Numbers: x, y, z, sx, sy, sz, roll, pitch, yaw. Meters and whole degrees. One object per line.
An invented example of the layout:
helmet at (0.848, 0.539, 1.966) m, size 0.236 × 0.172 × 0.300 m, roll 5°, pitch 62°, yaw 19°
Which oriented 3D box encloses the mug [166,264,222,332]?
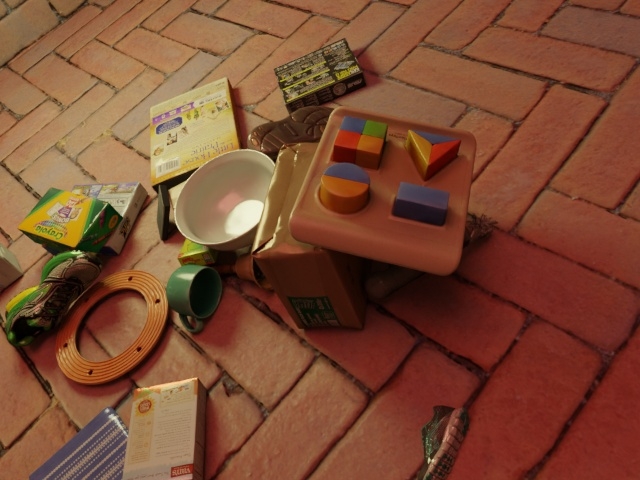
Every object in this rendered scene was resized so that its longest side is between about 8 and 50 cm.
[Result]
mug at (-0.333, 0.138, 1.403) m, size 0.097 × 0.129 × 0.158 m, roll 5°, pitch 58°, yaw 28°

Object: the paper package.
paper package at (0.000, 0.000, 1.249) m, size 0.168 × 0.325 × 0.310 m, roll -1°, pitch 53°, yaw 19°

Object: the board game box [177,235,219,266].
board game box at (-0.320, 0.003, 1.517) m, size 0.092 × 0.043 × 0.181 m, roll -14°, pitch 31°, yaw 12°

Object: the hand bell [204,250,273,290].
hand bell at (-0.232, 0.072, 1.447) m, size 0.241 × 0.126 × 0.126 m, roll -5°, pitch 53°, yaw 32°

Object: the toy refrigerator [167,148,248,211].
toy refrigerator at (-0.297, -0.148, 1.621) m, size 0.269 × 0.102 × 0.094 m, roll -28°, pitch 50°, yaw -1°

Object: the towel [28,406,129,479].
towel at (-0.484, 0.556, 1.219) m, size 0.243 × 0.040 × 0.336 m, roll -43°, pitch 53°, yaw -16°

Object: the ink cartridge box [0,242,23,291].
ink cartridge box at (-1.047, 0.093, 1.715) m, size 0.176 × 0.127 × 0.128 m, roll -40°, pitch 51°, yaw -10°

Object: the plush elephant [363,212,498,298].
plush elephant at (0.218, -0.073, 1.258) m, size 0.329 × 0.272 × 0.255 m, roll -23°, pitch 70°, yaw -28°

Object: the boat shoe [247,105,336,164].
boat shoe at (-0.063, -0.287, 1.591) m, size 0.355 × 0.130 × 0.132 m, roll -20°, pitch 64°, yaw -30°

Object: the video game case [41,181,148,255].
video game case at (-0.708, -0.068, 1.747) m, size 0.269 × 0.061 × 0.245 m, roll 0°, pitch 57°, yaw 21°

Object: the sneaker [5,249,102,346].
sneaker at (-0.720, 0.164, 1.511) m, size 0.343 × 0.134 × 0.146 m, roll -43°, pitch 43°, yaw 11°

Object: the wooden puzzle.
wooden puzzle at (0.135, -0.125, 1.081) m, size 0.321 × 0.081 × 0.348 m, roll 14°, pitch 57°, yaw 7°

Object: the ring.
ring at (-0.555, 0.228, 1.487) m, size 0.336 × 0.032 × 0.337 m, roll -11°, pitch 51°, yaw 13°

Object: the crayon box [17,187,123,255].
crayon box at (-0.749, -0.052, 1.658) m, size 0.278 × 0.081 × 0.165 m, roll 14°, pitch 62°, yaw 28°

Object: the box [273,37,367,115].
box at (-0.007, -0.540, 1.828) m, size 0.269 × 0.060 × 0.216 m, roll -22°, pitch 51°, yaw 5°

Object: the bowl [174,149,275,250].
bowl at (-0.217, -0.083, 1.443) m, size 0.297 × 0.134 × 0.298 m, roll -11°, pitch 55°, yaw 16°

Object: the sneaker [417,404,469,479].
sneaker at (0.220, 0.389, 1.058) m, size 0.076 × 0.065 × 0.167 m, roll 8°, pitch 54°, yaw 45°

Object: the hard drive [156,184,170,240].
hard drive at (-0.459, -0.080, 1.620) m, size 0.022 × 0.135 × 0.094 m, roll -4°, pitch 45°, yaw -24°

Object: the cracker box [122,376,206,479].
cracker box at (-0.336, 0.430, 1.211) m, size 0.155 × 0.067 × 0.232 m, roll -11°, pitch 47°, yaw 4°

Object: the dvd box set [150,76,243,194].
dvd box set at (-0.419, -0.356, 1.850) m, size 0.307 × 0.062 × 0.421 m, roll -21°, pitch 50°, yaw 5°
